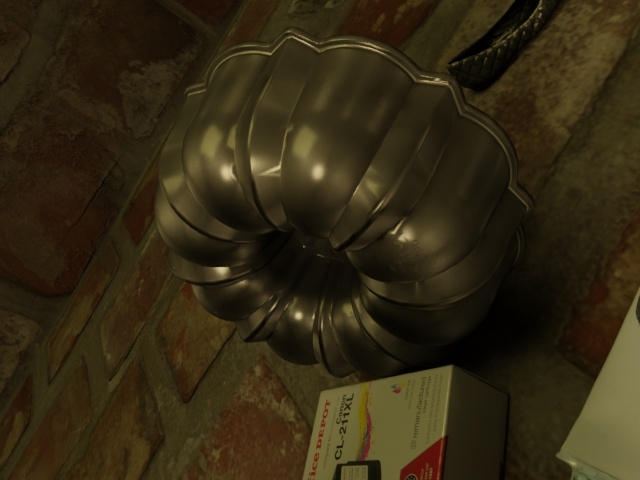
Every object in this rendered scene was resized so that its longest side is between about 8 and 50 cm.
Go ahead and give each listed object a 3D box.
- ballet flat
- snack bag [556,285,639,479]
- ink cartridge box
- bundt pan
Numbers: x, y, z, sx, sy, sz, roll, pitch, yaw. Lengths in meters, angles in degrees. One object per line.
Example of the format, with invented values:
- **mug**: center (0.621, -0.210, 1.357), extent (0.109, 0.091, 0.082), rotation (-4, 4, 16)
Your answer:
- **ballet flat**: center (0.214, -0.245, 0.792), extent (0.173, 0.049, 0.057), rotation (-51, 29, 17)
- **snack bag**: center (0.314, 0.033, 0.366), extent (0.343, 0.037, 0.323), rotation (-63, 26, -6)
- **ink cartridge box**: center (0.065, 0.188, 0.597), extent (0.175, 0.072, 0.128), rotation (-25, 44, 48)
- **bundt pan**: center (0.000, 0.000, 0.592), extent (0.330, 0.331, 0.124), rotation (-28, 26, 46)
